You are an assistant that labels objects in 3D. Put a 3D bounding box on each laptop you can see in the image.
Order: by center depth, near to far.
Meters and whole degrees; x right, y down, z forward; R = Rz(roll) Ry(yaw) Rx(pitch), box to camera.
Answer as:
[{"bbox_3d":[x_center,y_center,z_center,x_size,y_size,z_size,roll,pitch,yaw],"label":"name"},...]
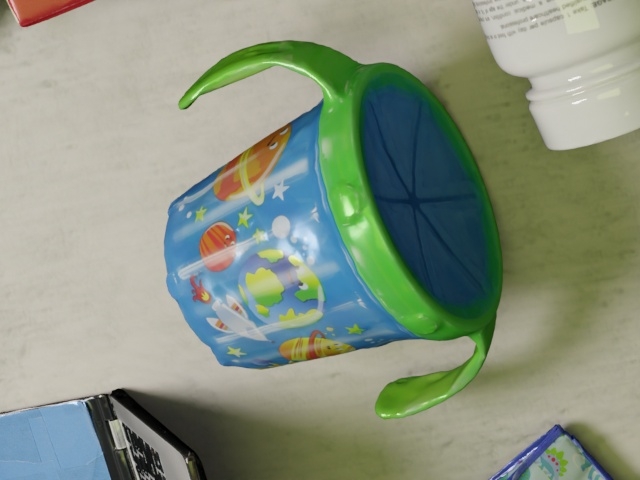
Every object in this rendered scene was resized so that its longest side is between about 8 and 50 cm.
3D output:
[{"bbox_3d":[-0.221,0.359,1.529,0.236,0.408,0.382,-20,103,-18],"label":"laptop"}]

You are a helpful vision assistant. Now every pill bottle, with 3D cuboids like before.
[{"bbox_3d":[0.188,-0.225,1.304,0.160,0.160,0.283,-19,100,17],"label":"pill bottle"}]

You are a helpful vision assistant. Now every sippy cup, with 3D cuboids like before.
[{"bbox_3d":[0.000,0.000,1.390,0.224,0.240,0.305,-23,75,28],"label":"sippy cup"}]

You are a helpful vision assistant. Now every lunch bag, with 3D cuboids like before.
[{"bbox_3d":[0.200,0.257,1.480,0.151,0.096,0.129,-43,91,5],"label":"lunch bag"}]

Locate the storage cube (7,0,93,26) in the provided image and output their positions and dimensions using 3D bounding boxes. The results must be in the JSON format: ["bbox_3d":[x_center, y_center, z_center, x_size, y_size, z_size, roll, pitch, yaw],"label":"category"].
[{"bbox_3d":[-0.178,-0.290,1.328,0.193,0.183,0.215,-22,101,0],"label":"storage cube"}]
